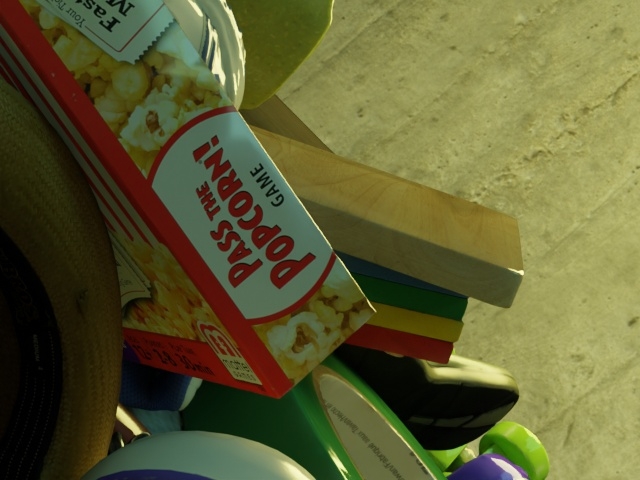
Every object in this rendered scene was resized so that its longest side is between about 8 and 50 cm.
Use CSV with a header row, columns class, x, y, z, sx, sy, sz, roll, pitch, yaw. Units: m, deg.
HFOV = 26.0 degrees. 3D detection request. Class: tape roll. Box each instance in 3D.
class,x,y,z,sx,sy,sz,roll,pitch,yaw
tape roll,0.041,0.197,0.891,0.321,0.077,0.321,50,6,-7

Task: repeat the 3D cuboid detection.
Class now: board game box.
class,x,y,z,sx,sy,sz,roll,pitch,yaw
board game box,-0.081,-0.043,0.447,0.193,0.045,0.147,55,-22,-16

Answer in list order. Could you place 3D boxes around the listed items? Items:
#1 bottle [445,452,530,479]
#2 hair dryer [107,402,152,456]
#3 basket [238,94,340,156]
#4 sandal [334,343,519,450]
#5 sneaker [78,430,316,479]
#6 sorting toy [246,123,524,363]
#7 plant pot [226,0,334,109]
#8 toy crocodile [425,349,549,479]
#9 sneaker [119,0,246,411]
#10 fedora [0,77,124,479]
class,x,y,z,sx,sy,sz,roll,pitch,yaw
bottle,0.176,0.304,1.065,0.282,0.118,0.092,56,7,28
hair dryer,-0.114,0.080,0.590,0.293,0.080,0.223,60,-7,19
basket,-0.114,-0.102,1.177,0.227,0.154,0.204,49,3,7
sandal,0.048,0.101,1.115,0.303,0.120,0.086,25,34,-50
sneaker,-0.007,0.225,0.319,0.322,0.130,0.236,63,21,-17
sorting toy,0.000,0.000,0.939,0.256,0.089,0.257,19,10,4
plant pot,-0.117,-0.230,1.007,0.254,0.276,0.276,32,14,-24
toy crocodile,0.095,0.175,1.267,0.340,0.115,0.105,50,-35,7
sneaker,-0.092,-0.028,0.685,0.296,0.112,0.131,73,22,-48
fedora,-0.139,0.034,0.358,0.079,0.194,0.194,8,-25,38
